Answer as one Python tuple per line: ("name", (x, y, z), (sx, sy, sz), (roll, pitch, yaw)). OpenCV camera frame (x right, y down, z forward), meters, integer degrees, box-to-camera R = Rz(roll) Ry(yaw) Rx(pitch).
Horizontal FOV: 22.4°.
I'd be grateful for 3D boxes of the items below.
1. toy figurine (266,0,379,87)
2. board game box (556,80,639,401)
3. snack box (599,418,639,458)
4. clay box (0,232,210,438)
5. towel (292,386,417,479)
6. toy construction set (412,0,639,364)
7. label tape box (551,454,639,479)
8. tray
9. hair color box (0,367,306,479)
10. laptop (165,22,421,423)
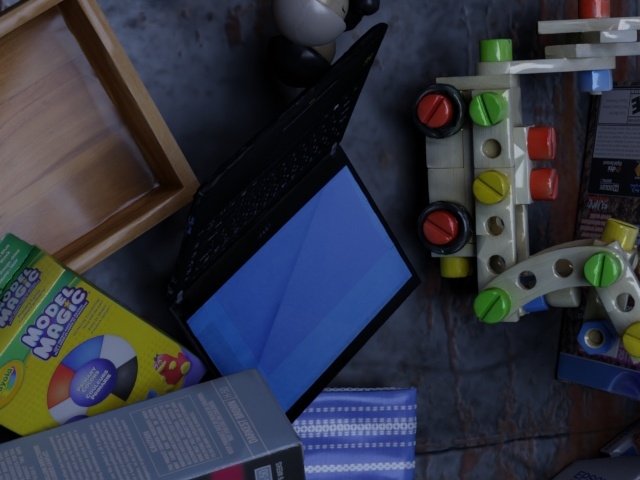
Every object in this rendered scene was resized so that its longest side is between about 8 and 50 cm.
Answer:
("toy figurine", (-0.046, -0.231, 1.264), (0.209, 0.213, 0.148), (30, 84, 0))
("board game box", (0.350, 0.007, 1.459), (0.141, 0.232, 0.291), (6, 92, -26))
("snack box", (0.337, 0.262, 1.587), (0.064, 0.022, 0.178), (-34, 107, -18))
("clay box", (-0.198, 0.096, 1.257), (0.127, 0.053, 0.222), (-54, 138, -3))
("towel", (-0.032, 0.296, 1.395), (0.243, 0.040, 0.336), (0, 94, -18))
("toy construction set", (0.198, -0.058, 1.406), (0.151, 0.215, 0.327), (21, 71, -67))
("label tape box", (0.278, 0.349, 1.519), (0.348, 0.115, 0.249), (-36, 107, -20))
("tray", (-0.314, -0.016, 1.239), (0.411, 0.076, 0.203), (-35, 107, -19))
("hair color box", (-0.197, 0.248, 1.232), (0.374, 0.113, 0.185), (-16, 124, -15))
("laptop", (0.000, 0.000, 1.309), (0.136, 0.264, 0.234), (38, 57, 10))
